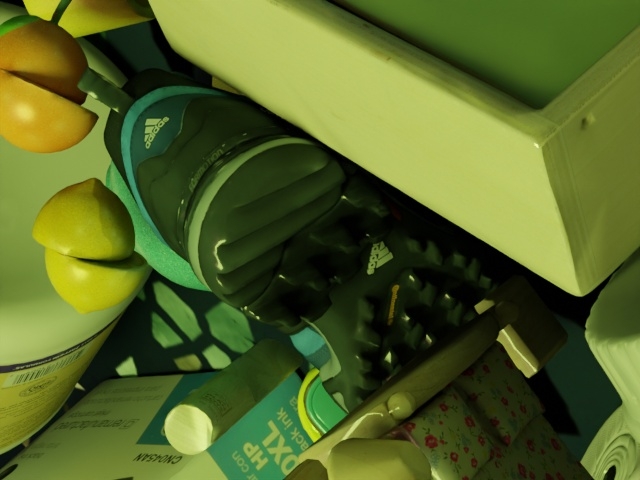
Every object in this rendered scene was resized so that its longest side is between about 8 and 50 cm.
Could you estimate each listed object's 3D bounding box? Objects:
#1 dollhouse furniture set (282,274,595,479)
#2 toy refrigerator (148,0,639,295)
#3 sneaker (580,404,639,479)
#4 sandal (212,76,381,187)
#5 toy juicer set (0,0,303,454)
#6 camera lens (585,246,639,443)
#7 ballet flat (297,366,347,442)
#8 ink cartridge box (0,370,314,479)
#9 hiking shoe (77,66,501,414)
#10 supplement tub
[{"bbox_3d":[0.153,0.156,0.648,0.174,0.355,0.303,-39,87,31],"label":"dollhouse furniture set"},{"bbox_3d":[0.035,-0.095,0.660,0.269,0.102,0.094,35,158,42],"label":"toy refrigerator"},{"bbox_3d":[0.189,0.171,0.876,0.121,0.079,0.217,23,131,-5],"label":"sneaker"},{"bbox_3d":[0.001,-0.053,0.881,0.072,0.049,0.180,-3,138,38],"label":"sandal"},{"bbox_3d":[-0.074,-0.011,0.886,0.089,0.209,0.329,-19,115,18],"label":"toy juicer set"},{"bbox_3d":[0.251,0.081,0.547,0.274,0.219,0.219,51,148,-4],"label":"camera lens"},{"bbox_3d":[0.073,0.167,1.012,0.231,0.077,0.077,47,170,9],"label":"ballet flat"},{"bbox_3d":[-0.181,0.271,1.113,0.285,0.395,0.166,-10,116,54],"label":"ink cartridge box"},{"bbox_3d":[0.000,0.000,0.828,0.132,0.113,0.304,42,177,32],"label":"hiking shoe"},{"bbox_3d":[-0.254,0.016,1.079,0.241,0.241,0.331,47,148,3],"label":"supplement tub"}]
